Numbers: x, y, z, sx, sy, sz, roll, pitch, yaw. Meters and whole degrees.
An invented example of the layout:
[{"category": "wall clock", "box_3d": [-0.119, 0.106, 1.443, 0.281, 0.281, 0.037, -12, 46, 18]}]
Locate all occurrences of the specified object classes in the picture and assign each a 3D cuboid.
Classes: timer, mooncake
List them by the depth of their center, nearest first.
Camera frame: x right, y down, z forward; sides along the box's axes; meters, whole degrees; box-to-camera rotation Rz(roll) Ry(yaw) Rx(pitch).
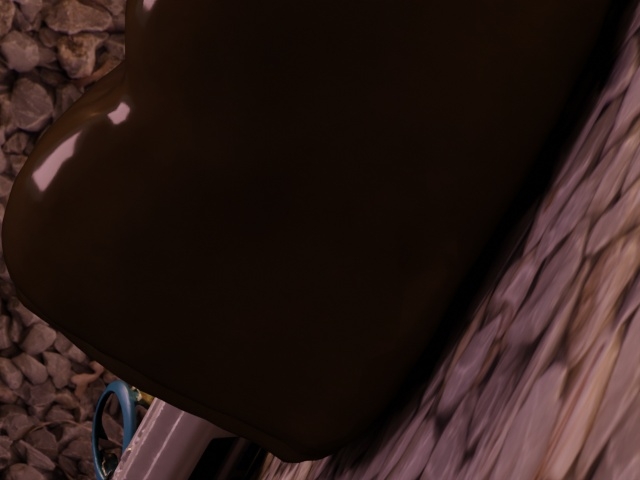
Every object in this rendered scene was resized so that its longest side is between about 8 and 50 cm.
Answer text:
[{"category": "mooncake", "box_3d": [-0.002, -0.091, 1.207, 0.467, 0.262, 0.467, -59, 2, 3]}, {"category": "timer", "box_3d": [-0.144, 0.233, 1.754, 0.253, 0.078, 0.178, -60, -20, 6]}]

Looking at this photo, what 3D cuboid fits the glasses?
[{"category": "glasses", "box_3d": [-0.178, 0.227, 1.937, 0.207, 0.102, 0.239, -34, -33, -52]}]
